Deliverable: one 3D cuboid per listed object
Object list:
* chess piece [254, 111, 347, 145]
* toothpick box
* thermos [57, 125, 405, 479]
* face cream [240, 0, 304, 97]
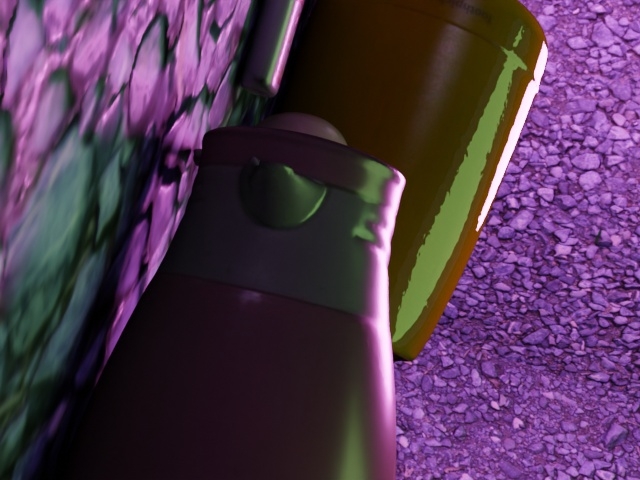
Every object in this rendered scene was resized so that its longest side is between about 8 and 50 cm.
[{"bbox_3d":[-0.029,0.006,0.656,0.094,0.094,0.170,42,56,-87],"label":"chess piece"},{"bbox_3d":[0.043,-0.048,0.779,0.175,0.175,0.271,86,24,-82],"label":"toothpick box"},{"bbox_3d":[-0.033,0.088,0.458,0.176,0.146,0.265,74,28,-78],"label":"thermos"},{"bbox_3d":[-0.023,-0.120,0.585,0.040,0.021,0.083,-13,120,-88],"label":"face cream"}]
